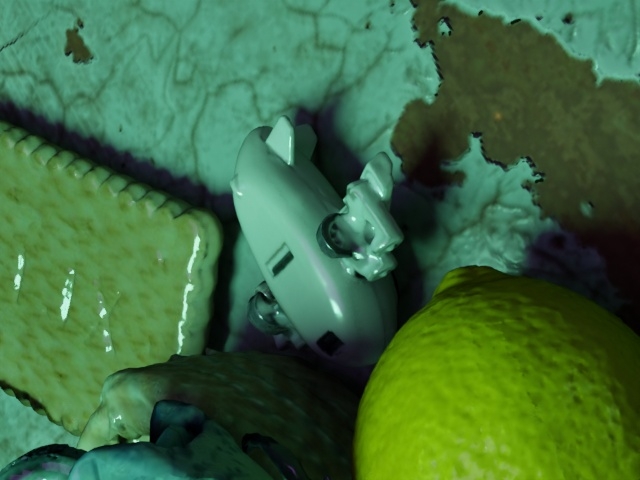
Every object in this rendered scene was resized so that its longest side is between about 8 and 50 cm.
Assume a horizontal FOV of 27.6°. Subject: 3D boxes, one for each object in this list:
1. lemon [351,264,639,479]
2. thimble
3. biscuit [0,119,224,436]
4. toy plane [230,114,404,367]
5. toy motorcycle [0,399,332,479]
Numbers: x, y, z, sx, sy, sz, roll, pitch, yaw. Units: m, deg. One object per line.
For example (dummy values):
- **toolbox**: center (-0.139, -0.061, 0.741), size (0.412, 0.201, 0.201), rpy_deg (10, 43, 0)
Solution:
- **lemon**: center (0.108, 0.126, 0.693), size (0.186, 0.186, 0.244), rpy_deg (-21, 73, 35)
- **thimble**: center (-0.043, 0.184, 0.833), size (0.229, 0.148, 0.196), rpy_deg (39, 117, 30)
- **biscuit**: center (-0.206, 0.031, 1.004), size (0.324, 0.044, 0.217), rpy_deg (21, 106, 34)
- **toy plane**: center (-0.002, 0.001, 0.831), size (0.174, 0.080, 0.174), rpy_deg (21, 118, 47)
- **toy motorcycle**: center (-0.071, 0.220, 0.687), size (0.206, 0.154, 0.260), rpy_deg (-12, 96, 15)
